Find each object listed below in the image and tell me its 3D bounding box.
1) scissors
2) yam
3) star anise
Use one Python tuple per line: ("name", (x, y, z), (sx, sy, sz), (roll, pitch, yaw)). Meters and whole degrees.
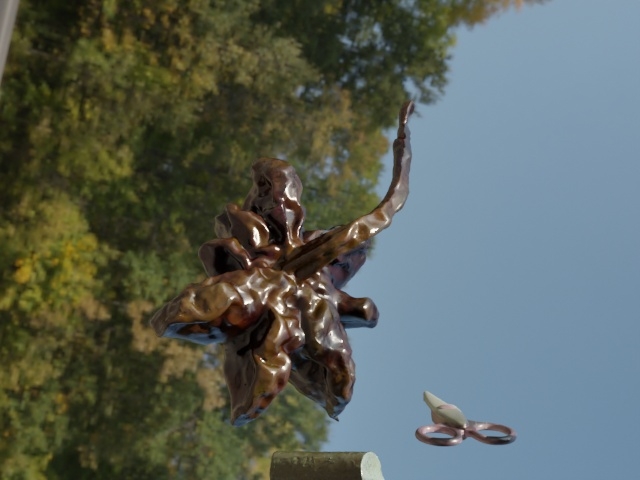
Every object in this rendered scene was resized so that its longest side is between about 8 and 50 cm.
("scissors", (0.116, 0.162, 0.846), (0.176, 0.085, 0.022), (-164, -108, -83))
("yam", (0.004, 0.262, 1.046), (0.132, 0.054, 0.054), (-7, -116, 29))
("star anise", (0.000, 0.000, 0.432), (0.070, 0.097, 0.190), (-52, -170, 52))
